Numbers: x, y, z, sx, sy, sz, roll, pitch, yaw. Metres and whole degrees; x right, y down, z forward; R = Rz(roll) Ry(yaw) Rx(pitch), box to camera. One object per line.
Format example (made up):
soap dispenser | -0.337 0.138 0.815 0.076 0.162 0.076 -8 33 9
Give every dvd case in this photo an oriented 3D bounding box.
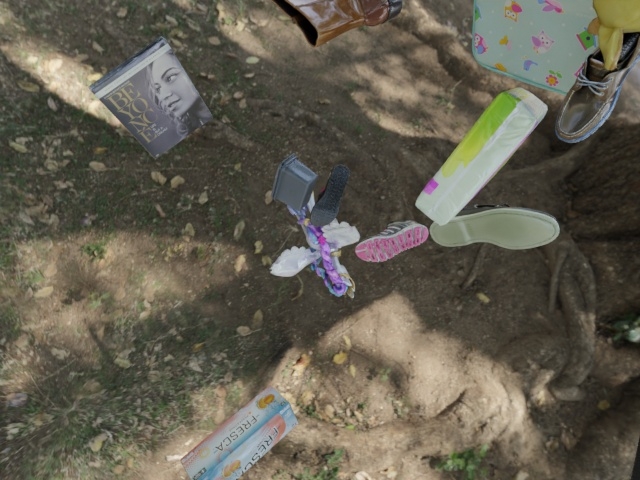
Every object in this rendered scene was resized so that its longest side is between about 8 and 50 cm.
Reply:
dvd case | -0.332 -0.280 0.849 0.164 0.221 0.018 -39 66 -7

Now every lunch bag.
lunch bag | 0.405 -0.388 0.740 0.107 0.224 0.279 -38 52 -9

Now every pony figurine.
pony figurine | 0.000 0.000 1.398 0.351 0.302 0.364 39 28 -56

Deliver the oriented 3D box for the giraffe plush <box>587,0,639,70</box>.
giraffe plush | 0.288 -0.228 0.324 0.210 0.170 0.181 39 88 17

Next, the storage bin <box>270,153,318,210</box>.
storage bin | -0.064 -0.152 1.126 0.091 0.135 0.098 34 48 9

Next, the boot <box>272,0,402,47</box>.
boot | 0.002 -0.539 0.891 0.280 0.096 0.264 -33 85 -29

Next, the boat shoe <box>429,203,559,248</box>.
boat shoe | 0.480 -0.050 1.151 0.113 0.339 0.127 -44 114 -38

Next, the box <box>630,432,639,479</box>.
box | 0.785 0.428 0.828 0.260 0.103 0.185 -4 108 -8

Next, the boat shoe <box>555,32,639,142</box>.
boat shoe | 0.385 -0.228 0.574 0.066 0.183 0.066 2 28 -49

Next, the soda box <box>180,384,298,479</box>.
soda box | -0.128 0.327 0.677 0.183 0.063 0.058 -34 124 -27

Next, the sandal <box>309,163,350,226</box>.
sandal | 0.026 -0.117 1.095 0.067 0.179 0.040 20 16 -18

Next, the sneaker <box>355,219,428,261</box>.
sneaker | 0.162 -0.004 0.967 0.075 0.170 0.063 -97 165 -66

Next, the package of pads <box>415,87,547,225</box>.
package of pads | 0.363 -0.191 0.930 0.101 0.297 0.229 42 38 11
